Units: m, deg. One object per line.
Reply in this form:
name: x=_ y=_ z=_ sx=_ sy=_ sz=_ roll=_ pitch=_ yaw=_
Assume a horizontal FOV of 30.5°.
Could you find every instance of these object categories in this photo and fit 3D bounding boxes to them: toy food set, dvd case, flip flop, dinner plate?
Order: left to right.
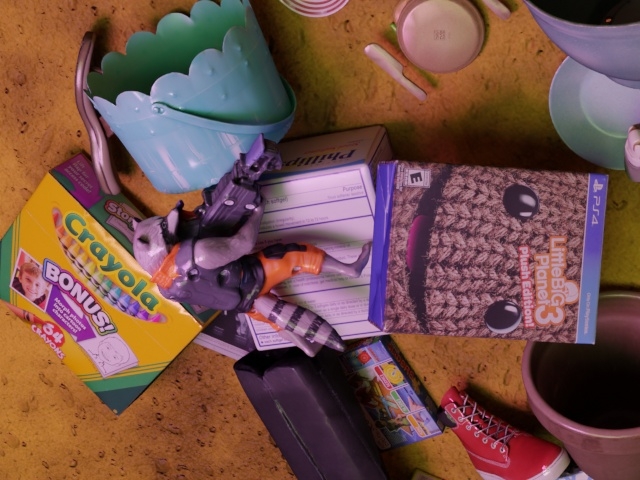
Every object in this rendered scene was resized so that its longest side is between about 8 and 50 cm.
flip flop: x=-0.339 y=-0.203 z=1.874 sx=0.080 sy=0.112 sz=0.277 roll=-8 pitch=116 yaw=-1
dvd case: x=-0.159 y=0.095 z=2.010 sx=0.179 sy=0.029 sz=0.238 roll=21 pitch=126 yaw=10
dinner plate: x=-0.013 y=-0.387 z=1.664 sx=0.141 sy=0.017 sz=0.141 roll=10 pitch=122 yaw=17
toy food set: x=0.165 y=-0.296 z=1.633 sx=0.132 sy=0.038 sz=0.192 roll=41 pitch=122 yaw=-12

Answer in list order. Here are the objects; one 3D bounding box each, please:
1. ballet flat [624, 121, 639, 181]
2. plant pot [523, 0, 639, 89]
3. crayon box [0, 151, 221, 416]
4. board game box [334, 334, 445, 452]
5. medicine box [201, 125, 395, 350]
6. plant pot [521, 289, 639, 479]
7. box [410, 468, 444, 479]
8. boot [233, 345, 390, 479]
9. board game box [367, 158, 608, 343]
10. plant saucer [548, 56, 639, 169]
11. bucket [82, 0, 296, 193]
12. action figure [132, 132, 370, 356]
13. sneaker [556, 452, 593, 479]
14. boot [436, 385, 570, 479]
ballet flat: x=0.433 y=-0.145 z=1.503 sx=0.068 sy=0.072 sz=0.213 roll=-2 pitch=153 yaw=-25
plant pot: x=0.390 y=-0.305 z=1.396 sx=0.293 sy=0.293 sz=0.196 roll=-3 pitch=148 yaw=25
crayon box: x=-0.383 y=0.082 z=2.032 sx=0.363 sy=0.106 sz=0.313 roll=45 pitch=129 yaw=1
board game box: x=0.105 y=0.259 z=1.988 sx=0.136 sy=0.035 sz=0.201 roll=-24 pitch=107 yaw=33
medicine box: x=0.000 y=0.000 z=1.792 sx=0.264 sy=0.149 sz=0.289 roll=-9 pitch=114 yaw=20
plant pot: x=0.437 y=0.243 z=1.720 sx=0.263 sy=0.263 sz=0.229 roll=5 pitch=137 yaw=21
box: x=0.194 y=0.499 z=2.088 sx=0.109 sy=0.042 sz=0.178 roll=21 pitch=125 yaw=13
boot: x=-0.035 y=0.389 z=2.039 sx=0.367 sy=0.146 sz=0.445 roll=-17 pitch=112 yaw=39
board game box: x=0.223 y=0.013 z=1.604 sx=0.291 sy=0.141 sz=0.232 roll=3 pitch=93 yaw=-7
plant saucer: x=0.408 y=-0.189 z=1.583 sx=0.195 sy=0.037 sz=0.195 roll=11 pitch=122 yaw=18
bucket: x=-0.180 y=-0.209 z=1.693 sx=0.281 sy=0.281 sz=0.183 roll=-12 pitch=122 yaw=29
action figure: x=-0.100 y=0.025 z=1.630 sx=0.330 sy=0.178 sz=0.341 roll=16 pitch=139 yaw=-14
sneaker: x=0.470 y=0.366 z=1.860 sx=0.237 sy=0.085 sz=0.086 roll=-16 pitch=107 yaw=32
boot: x=0.276 y=0.306 z=1.859 sx=0.176 sy=0.088 sz=0.244 roll=52 pitch=158 yaw=-9
